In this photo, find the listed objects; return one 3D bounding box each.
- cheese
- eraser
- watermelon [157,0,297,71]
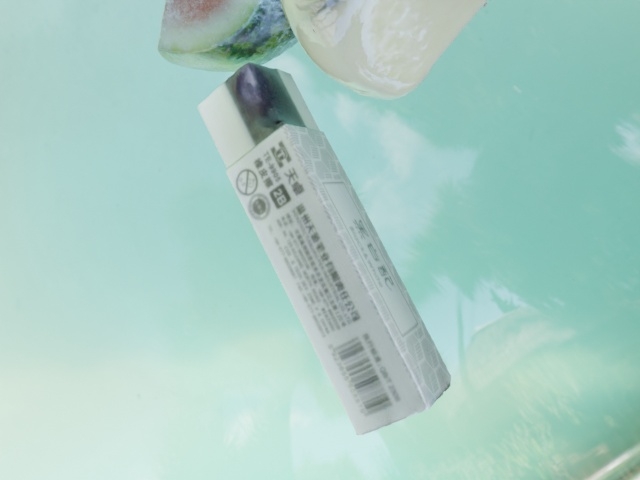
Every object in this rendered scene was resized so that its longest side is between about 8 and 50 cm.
[{"bbox_3d":[0.091,-0.259,0.472,0.266,0.127,0.233,-40,151,30],"label":"cheese"},{"bbox_3d":[0.000,0.000,0.576,0.098,0.404,0.096,-31,170,28],"label":"eraser"},{"bbox_3d":[-0.165,-0.441,0.971,0.310,0.193,0.232,-6,117,19],"label":"watermelon"}]
